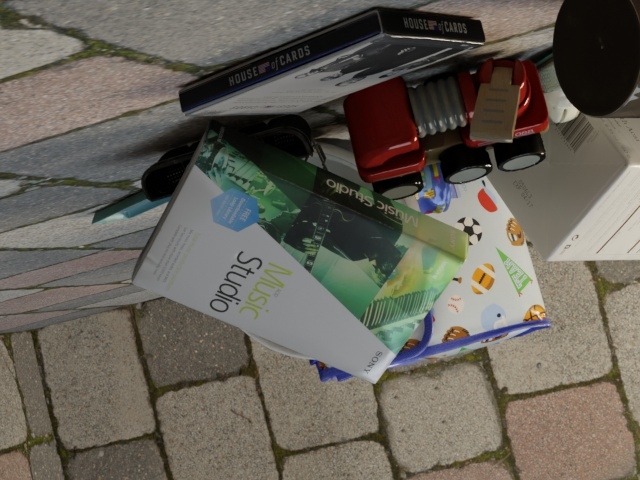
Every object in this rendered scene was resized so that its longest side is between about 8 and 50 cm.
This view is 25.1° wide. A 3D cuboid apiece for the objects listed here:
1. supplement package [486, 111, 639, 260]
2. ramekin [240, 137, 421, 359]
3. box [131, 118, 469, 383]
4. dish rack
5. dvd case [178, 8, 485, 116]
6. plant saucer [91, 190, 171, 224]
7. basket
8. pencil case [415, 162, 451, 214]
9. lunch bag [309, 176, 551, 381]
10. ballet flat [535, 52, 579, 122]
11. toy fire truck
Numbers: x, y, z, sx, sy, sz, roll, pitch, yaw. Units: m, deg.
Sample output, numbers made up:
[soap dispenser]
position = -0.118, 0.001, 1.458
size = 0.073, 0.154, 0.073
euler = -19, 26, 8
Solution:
[supplement package]
position = 0.384, -0.094, 1.817
size = 0.293, 0.177, 0.175
euler = -1, 138, -40
[ramekin]
position = 0.000, 0.000, 1.828
size = 0.277, 0.277, 0.135
euler = -15, -171, 18
[box]
position = -0.026, 0.021, 1.632
size = 0.322, 0.058, 0.232
euler = 22, 130, -12
[dish rack]
position = -0.062, -0.014, 1.695
size = 0.208, 0.271, 0.074
euler = -14, -150, 20
[dvd case]
position = 0.011, -0.163, 1.352
size = 0.238, 0.030, 0.179
euler = -16, 175, 36
[plant saucer]
position = -0.250, -0.054, 2.017
size = 0.067, 0.018, 0.192
euler = -10, 173, -39
[basket]
position = 0.346, -0.185, 1.343
size = 0.227, 0.154, 0.204
euler = -7, 172, -29
[pencil case]
position = 0.027, -0.067, 1.993
size = 0.306, 0.119, 0.133
euler = -13, 153, -5
[lunch bag]
position = 0.137, 0.039, 2.320
size = 0.385, 0.328, 0.239
euler = -10, 170, -20
[ballet flat]
position = 0.258, -0.169, 1.681
size = 0.077, 0.079, 0.221
euler = -10, 174, -32
[toy fire truck]
position = 0.135, -0.128, 1.523
size = 0.217, 0.158, 0.246
euler = -13, 164, 5
